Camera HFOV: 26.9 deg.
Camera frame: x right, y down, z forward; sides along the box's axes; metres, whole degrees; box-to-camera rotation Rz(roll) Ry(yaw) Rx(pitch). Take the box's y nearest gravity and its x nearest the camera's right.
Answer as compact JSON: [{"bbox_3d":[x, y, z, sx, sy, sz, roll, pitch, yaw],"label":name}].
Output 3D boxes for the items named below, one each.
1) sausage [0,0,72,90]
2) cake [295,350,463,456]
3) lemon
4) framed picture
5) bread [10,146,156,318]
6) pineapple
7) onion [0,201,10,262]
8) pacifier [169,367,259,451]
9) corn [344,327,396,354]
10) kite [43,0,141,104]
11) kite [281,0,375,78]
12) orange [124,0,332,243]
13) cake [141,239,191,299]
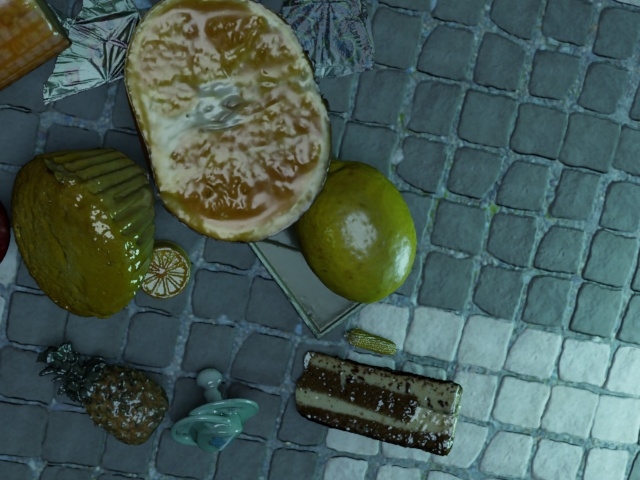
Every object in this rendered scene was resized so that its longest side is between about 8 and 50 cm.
[{"bbox_3d":[-0.494,-0.266,1.695,0.287,0.233,0.233,-32,106,1],"label":"sausage"},{"bbox_3d":[0.094,0.244,2.020,0.246,0.135,0.112,11,87,16],"label":"cake"},{"bbox_3d":[0.047,-0.016,1.870,0.170,0.170,0.207,-25,106,-5],"label":"lemon"},{"bbox_3d":[0.000,0.000,1.962,0.184,0.016,0.250,-37,106,-2],"label":"framed picture"},{"bbox_3d":[-0.319,-0.013,1.807,0.139,0.240,0.240,-32,110,-43],"label":"bread"},{"bbox_3d":[-0.313,0.208,1.901,0.197,0.108,0.108,35,93,-10],"label":"pineapple"},{"bbox_3d":[-0.477,-0.014,1.807,0.131,0.131,0.131,-2,102,-11],"label":"onion"},{"bbox_3d":[-0.161,0.241,1.939,0.126,0.150,0.117,-6,65,-21],"label":"pacifier"},{"bbox_3d":[0.074,0.152,2.001,0.083,0.028,0.027,19,118,-15],"label":"corn"},{"bbox_3d":[-0.339,-0.294,1.835,0.250,0.012,0.229,26,95,-14],"label":"kite"},{"bbox_3d":[0.009,-0.372,1.888,0.152,0.015,0.286,0,103,-14],"label":"kite"},{"bbox_3d":[-0.124,-0.157,1.785,0.274,0.274,0.310,-29,65,-4],"label":"orange"},{"bbox_3d":[-0.225,0.043,1.910,0.084,0.044,0.084,-2,101,-11],"label":"cake"}]
